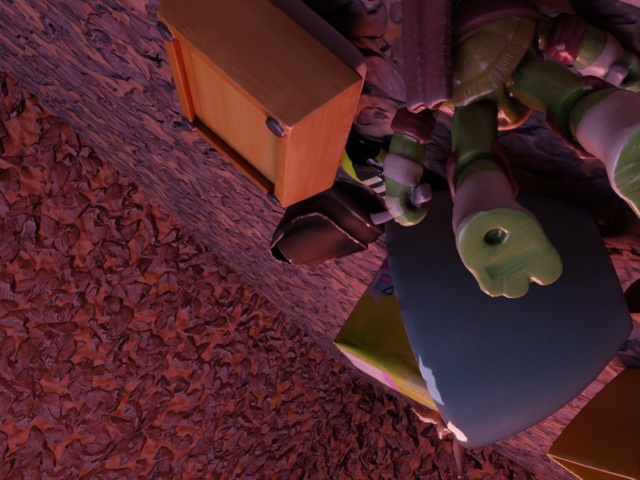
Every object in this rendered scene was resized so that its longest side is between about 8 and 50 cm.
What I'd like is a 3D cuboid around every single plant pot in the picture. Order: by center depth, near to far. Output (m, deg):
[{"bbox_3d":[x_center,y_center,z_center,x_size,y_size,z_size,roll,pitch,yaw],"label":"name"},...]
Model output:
[{"bbox_3d":[0.218,0.059,0.670,0.195,0.290,0.290,-21,137,20],"label":"plant pot"},{"bbox_3d":[0.511,0.306,0.896,0.212,0.187,0.212,35,164,-4],"label":"plant pot"}]

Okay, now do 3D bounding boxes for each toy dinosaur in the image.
[{"bbox_3d":[0.281,0.253,1.055,0.200,0.296,0.127,-19,113,28],"label":"toy dinosaur"}]

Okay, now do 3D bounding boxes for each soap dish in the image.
[{"bbox_3d":[-0.073,-0.171,0.720,0.229,0.118,0.291,41,165,7],"label":"soap dish"}]

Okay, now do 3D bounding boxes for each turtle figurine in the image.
[{"bbox_3d":[0.149,-0.065,0.447,0.197,0.266,0.275,-2,126,-2],"label":"turtle figurine"}]

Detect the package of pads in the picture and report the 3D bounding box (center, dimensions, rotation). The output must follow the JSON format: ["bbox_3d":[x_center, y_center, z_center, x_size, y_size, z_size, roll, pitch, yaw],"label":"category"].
[{"bbox_3d":[0.190,0.156,1.023,0.296,0.229,0.101,20,159,41],"label":"package of pads"}]

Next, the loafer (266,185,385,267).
[{"bbox_3d":[0.000,0.000,1.127,0.133,0.130,0.366,37,165,-12],"label":"loafer"}]

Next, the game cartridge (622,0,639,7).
[{"bbox_3d":[0.162,-0.212,0.294,0.294,0.060,0.196,29,160,17],"label":"game cartridge"}]

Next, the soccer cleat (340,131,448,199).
[{"bbox_3d":[0.097,-0.085,0.806,0.178,0.060,0.072,31,164,22],"label":"soccer cleat"}]

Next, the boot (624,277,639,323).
[{"bbox_3d":[0.455,0.097,0.570,0.211,0.104,0.295,30,170,-5],"label":"boot"}]
